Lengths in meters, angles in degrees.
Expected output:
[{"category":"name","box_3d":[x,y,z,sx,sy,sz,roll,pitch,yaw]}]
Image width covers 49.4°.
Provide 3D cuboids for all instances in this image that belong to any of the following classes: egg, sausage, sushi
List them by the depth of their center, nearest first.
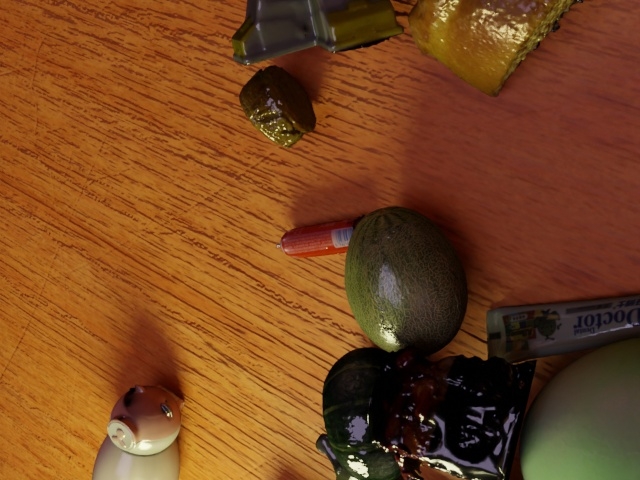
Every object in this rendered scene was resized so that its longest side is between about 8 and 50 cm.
[{"category":"egg","box_3d":[0.316,0.203,0.656,0.269,0.220,0.220,-24,94,44]},{"category":"sushi","box_3d":[0.131,0.187,0.734,0.150,0.172,0.153,14,93,20]},{"category":"sausage","box_3d":[0.000,0.000,0.907,0.145,0.050,0.048,-9,75,37]}]

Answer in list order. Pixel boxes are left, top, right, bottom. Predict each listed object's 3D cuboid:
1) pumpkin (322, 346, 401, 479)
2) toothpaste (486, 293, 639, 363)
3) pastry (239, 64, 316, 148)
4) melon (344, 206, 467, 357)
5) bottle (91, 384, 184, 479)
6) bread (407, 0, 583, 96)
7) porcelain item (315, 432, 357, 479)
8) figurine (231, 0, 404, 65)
[{"category":"pumpkin","box_3d":[0.066,0.215,0.870,0.125,0.167,0.167,-28,91,13]},{"category":"toothpaste","box_3d":[0.293,0.090,0.742,0.255,0.037,0.067,-15,68,38]},{"category":"pastry","box_3d":[-0.049,-0.163,0.841,0.057,0.109,0.097,-34,118,29]},{"category":"melon","box_3d":[0.099,0.055,0.799,0.139,0.139,0.192,-7,109,36]},{"category":"bottle","box_3d":[-0.305,0.349,1.185,0.147,0.147,0.236,28,119,23]},{"category":"bread","box_3d":[0.174,-0.246,0.633,0.129,0.134,0.260,45,127,10]},{"category":"porcelain item","box_3d":[0.077,0.352,0.974,0.215,0.069,0.081,38,141,16]},{"category":"figurine","box_3d":[-0.034,-0.339,0.712,0.342,0.167,0.285,-6,113,14]}]
